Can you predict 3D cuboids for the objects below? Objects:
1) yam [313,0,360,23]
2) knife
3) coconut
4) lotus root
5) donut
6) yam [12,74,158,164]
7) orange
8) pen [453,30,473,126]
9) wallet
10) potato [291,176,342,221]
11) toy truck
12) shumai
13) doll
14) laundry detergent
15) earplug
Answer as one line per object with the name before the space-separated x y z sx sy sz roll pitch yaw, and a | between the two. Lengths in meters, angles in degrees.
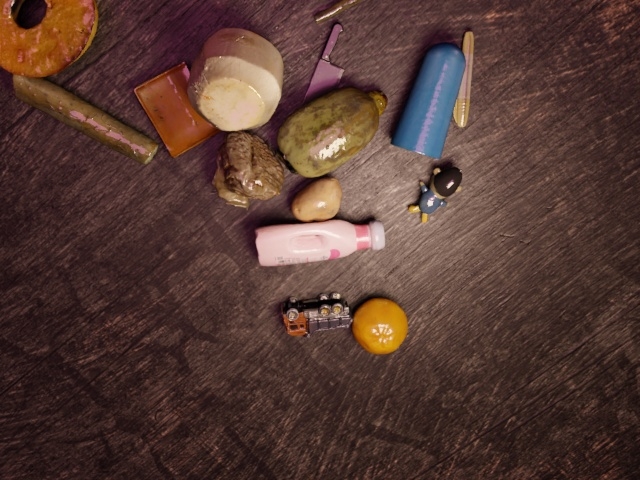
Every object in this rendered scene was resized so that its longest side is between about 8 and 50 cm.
yam | 0.090 -0.590 1.420 0.234 0.029 0.027 -26 133 4
knife | 0.018 -0.418 1.474 0.072 0.019 0.245 19 108 -11
coconut | -0.199 -0.378 1.381 0.241 0.241 0.241 -1 107 -2
lotus root | 0.031 -0.279 1.450 0.309 0.173 0.173 -35 105 0
donut | -0.658 -0.530 1.369 0.302 0.110 0.303 0 106 1
yam | -0.584 -0.305 1.456 0.371 0.083 0.083 27 104 -10
orange | 0.164 0.237 1.609 0.158 0.136 0.159 0 104 -1
pen | 0.361 -0.405 1.482 0.040 0.032 0.234 6 106 21
wallet | -0.356 -0.329 1.476 0.160 0.042 0.196 -26 108 11
potato | -0.007 -0.101 1.521 0.147 0.112 0.112 -28 106 15
toy truck | -0.009 0.206 1.622 0.191 0.083 0.092 -6 112 -1
shumai | -0.200 -0.159 1.467 0.166 0.206 0.175 20 128 -41
doll | 0.307 -0.128 1.538 0.102 0.089 0.179 37 125 -11
laundry detergent | 0.000 0.000 1.539 0.334 0.159 0.088 -7 62 -2
earplug | 0.277 -0.350 1.448 0.132 0.132 0.273 16 102 -7
